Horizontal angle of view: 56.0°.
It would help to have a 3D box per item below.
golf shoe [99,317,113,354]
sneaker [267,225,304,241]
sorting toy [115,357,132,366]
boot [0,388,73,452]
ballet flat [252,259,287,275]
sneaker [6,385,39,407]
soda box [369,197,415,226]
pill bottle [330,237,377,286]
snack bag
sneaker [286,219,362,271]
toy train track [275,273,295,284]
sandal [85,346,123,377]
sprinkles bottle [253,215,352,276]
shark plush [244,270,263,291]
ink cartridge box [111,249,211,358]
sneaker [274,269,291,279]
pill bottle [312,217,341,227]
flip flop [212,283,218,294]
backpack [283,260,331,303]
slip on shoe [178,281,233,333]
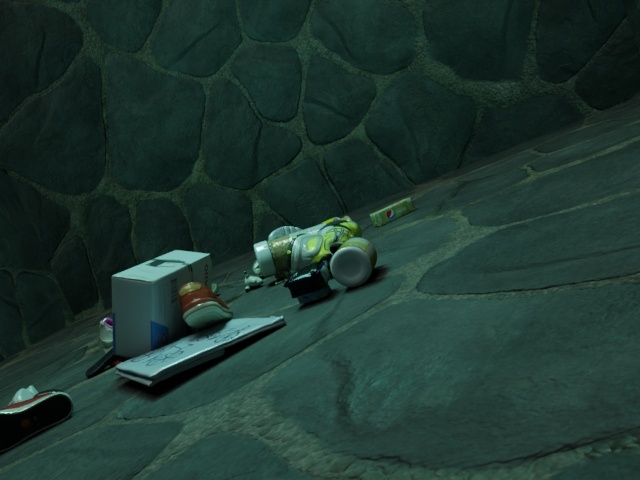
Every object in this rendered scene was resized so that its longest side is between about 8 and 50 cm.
[{"bbox_3d":[-0.544,0.259,1.878,0.306,0.140,0.115,-22,4,-6],"label":"golf shoe"},{"bbox_3d":[-0.109,0.027,2.391,0.321,0.125,0.180,1,-20,-42],"label":"sneaker"},{"bbox_3d":[-0.495,0.327,1.583,0.061,0.042,0.102,1,7,37],"label":"sorting toy"},{"bbox_3d":[-0.695,0.407,1.365,0.244,0.088,0.176,-17,1,-30],"label":"boot"},{"bbox_3d":[-0.204,0.106,2.324,0.221,0.077,0.079,-12,15,41],"label":"ballet flat"},{"bbox_3d":[-0.766,0.431,1.533,0.094,0.080,0.212,-37,4,-20],"label":"sneaker"},{"bbox_3d":[0.299,-0.116,2.494,0.181,0.058,0.061,-24,6,-19],"label":"soda box"},{"bbox_3d":[0.090,0.049,1.536,0.103,0.103,0.184,-21,5,15],"label":"pill bottle"},{"bbox_3d":[-0.289,0.253,1.426,0.342,0.037,0.323,-20,3,-32],"label":"snack bag"},{"bbox_3d":[0.047,0.033,1.893,0.147,0.145,0.384,16,22,26],"label":"sneaker"},{"bbox_3d":[-0.123,0.129,2.066,0.083,0.014,0.048,-27,7,-35],"label":"toy train track"},{"bbox_3d":[-0.612,0.349,1.789,0.179,0.040,0.067,-41,23,-20],"label":"sandal"},{"bbox_3d":[-0.050,0.019,2.105,0.355,0.121,0.121,-18,5,-7],"label":"sprinkles bottle"},{"bbox_3d":[-0.243,0.160,2.208,0.067,0.073,0.161,-4,-17,-6],"label":"shark plush"},{"bbox_3d":[-0.431,0.170,1.668,0.129,0.223,0.307,7,14,17],"label":"ink cartridge box"},{"bbox_3d":[-0.134,0.120,2.137,0.037,0.032,0.083,-19,12,-33],"label":"sneaker"},{"bbox_3d":[0.000,0.000,2.269,0.215,0.117,0.117,-27,7,-34],"label":"pill bottle"},{"bbox_3d":[-0.514,0.226,2.344,0.277,0.080,0.112,-27,7,-38],"label":"flip flop"},{"bbox_3d":[-0.023,0.107,1.527,0.105,0.084,0.114,-20,11,18],"label":"backpack"},{"bbox_3d":[-0.310,0.181,1.607,0.123,0.101,0.331,-25,-14,-7],"label":"slip on shoe"}]
